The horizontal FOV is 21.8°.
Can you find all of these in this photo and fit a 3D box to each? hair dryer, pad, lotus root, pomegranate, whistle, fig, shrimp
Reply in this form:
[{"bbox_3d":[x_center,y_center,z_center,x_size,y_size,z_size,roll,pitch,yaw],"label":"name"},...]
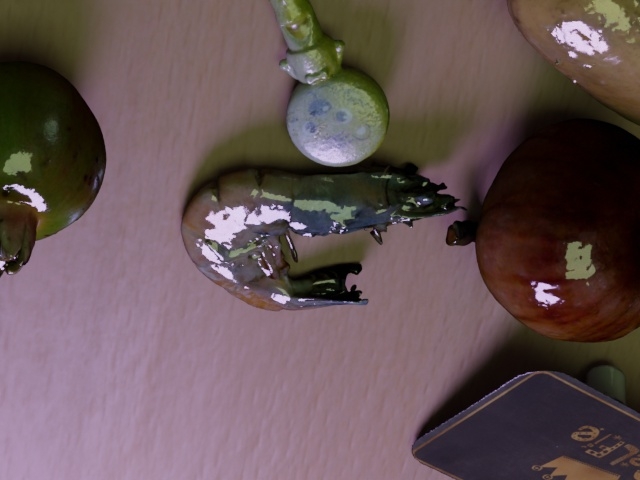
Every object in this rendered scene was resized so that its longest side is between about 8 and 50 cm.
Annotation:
[{"bbox_3d":[0.282,0.190,1.905,0.137,0.082,0.047,-5,140,14],"label":"hair dryer"},{"bbox_3d":[0.328,0.269,1.878,0.375,0.063,0.315,27,134,-25],"label":"pad"},{"bbox_3d":[0.326,-0.192,1.647,0.343,0.169,0.151,33,88,-26],"label":"lotus root"},{"bbox_3d":[-0.288,-0.060,1.533,0.180,0.209,0.180,0,141,0],"label":"pomegranate"},{"bbox_3d":[0.000,-0.165,1.650,0.104,0.057,0.198,-19,113,13],"label":"whistle"},{"bbox_3d":[0.265,-0.009,1.722,0.235,0.214,0.235,-1,91,-22],"label":"fig"},{"bbox_3d":[0.001,0.005,1.727,0.289,0.075,0.178,-5,126,-14],"label":"shrimp"}]
